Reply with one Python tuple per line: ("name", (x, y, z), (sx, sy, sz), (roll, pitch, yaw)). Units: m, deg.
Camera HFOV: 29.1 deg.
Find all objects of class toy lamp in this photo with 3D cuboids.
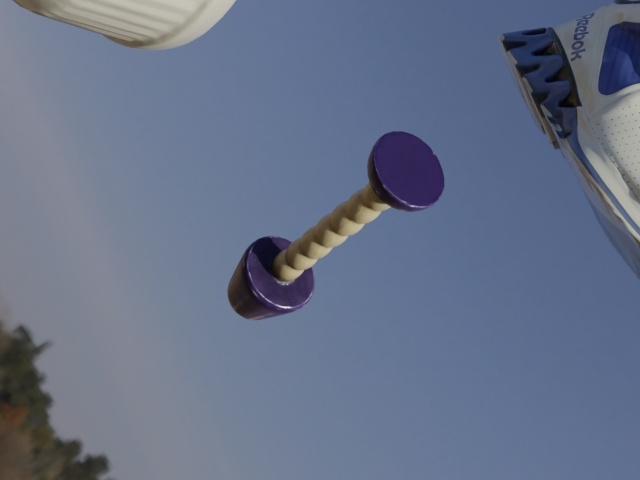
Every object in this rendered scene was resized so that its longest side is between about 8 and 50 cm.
("toy lamp", (0.000, 0.000, 1.091), (0.080, 0.080, 0.274), (55, -40, 4))

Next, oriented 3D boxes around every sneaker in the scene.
("sneaker", (0.287, -0.109, 1.036), (0.127, 0.182, 0.315), (51, 12, -50))

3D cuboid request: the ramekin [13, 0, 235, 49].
("ramekin", (-0.162, -0.283, 0.927), (0.273, 0.127, 0.273), (1, -89, 45))
